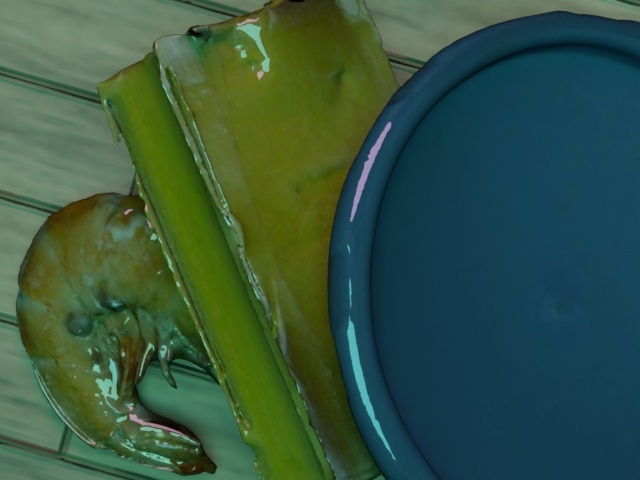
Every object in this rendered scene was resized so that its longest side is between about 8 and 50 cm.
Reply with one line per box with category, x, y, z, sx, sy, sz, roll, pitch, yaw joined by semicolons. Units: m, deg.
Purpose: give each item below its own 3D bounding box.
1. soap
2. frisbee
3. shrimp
soap;-0.001;0.001;0.878;0.135;0.076;0.233;-23;93;-37
frisbee;0.128;0.032;0.881;0.290;0.049;0.289;4;80;-26
shrimp;-0.075;0.057;0.933;0.187;0.051;0.132;38;114;4
